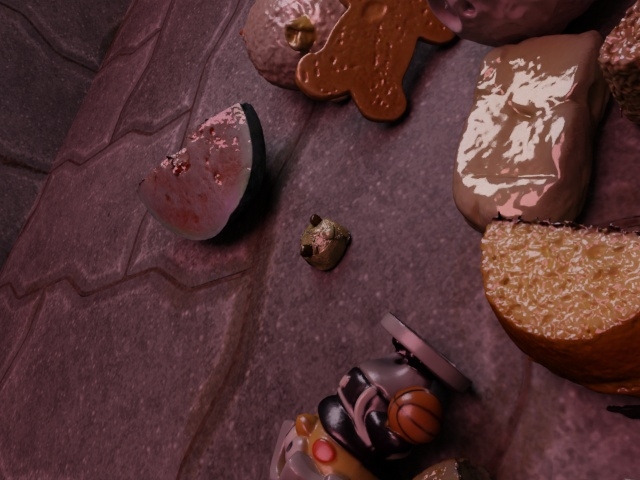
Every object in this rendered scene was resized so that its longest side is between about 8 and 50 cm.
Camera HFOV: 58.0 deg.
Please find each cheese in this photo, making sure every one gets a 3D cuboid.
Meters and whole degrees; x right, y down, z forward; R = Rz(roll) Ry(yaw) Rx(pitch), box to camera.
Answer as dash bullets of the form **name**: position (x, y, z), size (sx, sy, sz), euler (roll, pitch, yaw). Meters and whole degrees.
- **cheese**: position (0.247, -0.120, 0.678), size (0.159, 0.093, 0.263), euler (2, 67, 51)

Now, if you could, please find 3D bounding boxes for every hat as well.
- **hat**: position (0.000, 0.000, 0.889), size (0.076, 0.059, 0.077), euler (22, 77, 47)

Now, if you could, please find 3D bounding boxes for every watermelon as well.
- **watermelon**: position (-0.191, -0.118, 1.130), size (0.321, 0.188, 0.175), euler (-25, 3, 43)

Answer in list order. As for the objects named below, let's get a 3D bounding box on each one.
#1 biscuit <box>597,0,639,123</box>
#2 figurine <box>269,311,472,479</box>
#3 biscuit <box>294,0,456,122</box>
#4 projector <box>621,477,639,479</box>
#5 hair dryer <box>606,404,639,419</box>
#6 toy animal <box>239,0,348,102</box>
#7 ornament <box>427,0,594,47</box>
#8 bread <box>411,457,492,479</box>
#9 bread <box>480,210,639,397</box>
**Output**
- **biscuit**: position (0.328, -0.164, 0.560), size (0.070, 0.168, 0.082), euler (37, 99, 42)
- **figurine**: position (0.048, 0.207, 0.617), size (0.236, 0.133, 0.176), euler (-50, 4, 1)
- **biscuit**: position (0.114, -0.359, 0.934), size (0.047, 0.215, 0.340), euler (17, -83, -87)
- **projector**: position (0.291, 0.240, 0.405), size (0.147, 0.061, 0.115), euler (-7, 58, 44)
- **hair dryer**: position (0.287, 0.164, 0.497), size (0.083, 0.031, 0.079), euler (-11, 65, 59)
- **toy animal**: position (-0.026, -0.389, 1.076), size (0.358, 0.188, 0.227), euler (4, 64, 40)
- **ornament**: position (0.238, -0.370, 0.731), size (0.225, 0.259, 0.259), euler (-43, 39, 5)
- **bread**: position (0.115, 0.292, 0.524), size (0.110, 0.103, 0.156), euler (-29, 39, 24)
- **bread**: position (0.245, 0.062, 0.518), size (0.260, 0.129, 0.134), euler (7, 69, 52)
